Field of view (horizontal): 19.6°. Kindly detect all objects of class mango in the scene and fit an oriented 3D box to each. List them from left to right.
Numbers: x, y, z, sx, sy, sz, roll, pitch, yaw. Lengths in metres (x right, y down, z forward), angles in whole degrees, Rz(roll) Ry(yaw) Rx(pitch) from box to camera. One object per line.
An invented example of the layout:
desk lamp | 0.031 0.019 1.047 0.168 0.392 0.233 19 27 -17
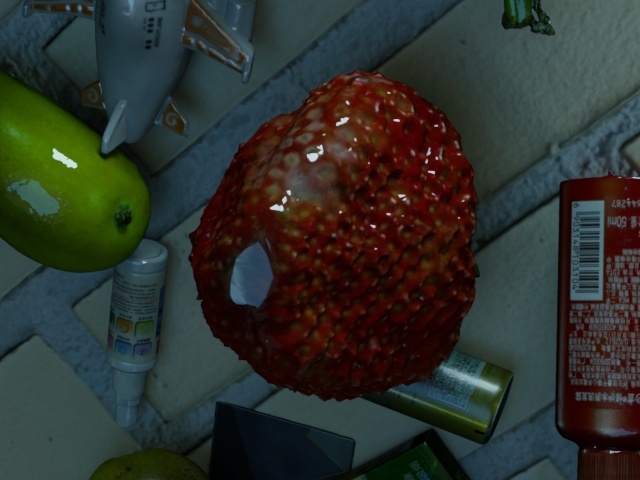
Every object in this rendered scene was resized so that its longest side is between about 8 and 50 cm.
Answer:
mango | -0.296 -0.073 1.880 0.273 0.185 0.149 39 95 1

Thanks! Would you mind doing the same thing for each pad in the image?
pad | -0.051 0.301 2.061 0.163 0.004 0.243 14 117 14

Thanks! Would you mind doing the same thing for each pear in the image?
pear | -0.184 0.326 2.023 0.198 0.198 0.198 8 116 17

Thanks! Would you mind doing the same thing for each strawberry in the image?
strawberry | 0.000 0.000 1.695 0.267 0.351 0.312 11 105 24

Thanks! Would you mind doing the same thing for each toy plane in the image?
toy plane | -0.176 -0.207 1.811 0.244 0.117 0.245 9 116 19

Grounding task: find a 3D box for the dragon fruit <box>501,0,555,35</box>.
dragon fruit | 0.163 -0.292 1.619 0.137 0.135 0.236 -26 87 61

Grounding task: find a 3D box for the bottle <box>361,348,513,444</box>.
bottle | 0.051 0.121 1.894 0.286 0.082 0.082 21 119 11

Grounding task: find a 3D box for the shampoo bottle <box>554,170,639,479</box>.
shampoo bottle | 0.277 0.095 1.723 0.118 0.076 0.314 0 85 18

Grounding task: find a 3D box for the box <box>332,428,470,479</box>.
box | 0.062 0.307 1.999 0.235 0.034 0.132 -30 102 28

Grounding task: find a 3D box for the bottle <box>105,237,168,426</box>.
bottle | -0.202 0.104 1.995 0.060 0.060 0.217 16 117 13
